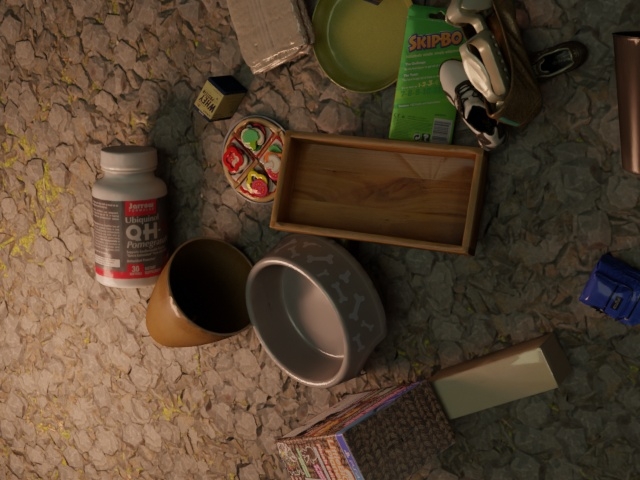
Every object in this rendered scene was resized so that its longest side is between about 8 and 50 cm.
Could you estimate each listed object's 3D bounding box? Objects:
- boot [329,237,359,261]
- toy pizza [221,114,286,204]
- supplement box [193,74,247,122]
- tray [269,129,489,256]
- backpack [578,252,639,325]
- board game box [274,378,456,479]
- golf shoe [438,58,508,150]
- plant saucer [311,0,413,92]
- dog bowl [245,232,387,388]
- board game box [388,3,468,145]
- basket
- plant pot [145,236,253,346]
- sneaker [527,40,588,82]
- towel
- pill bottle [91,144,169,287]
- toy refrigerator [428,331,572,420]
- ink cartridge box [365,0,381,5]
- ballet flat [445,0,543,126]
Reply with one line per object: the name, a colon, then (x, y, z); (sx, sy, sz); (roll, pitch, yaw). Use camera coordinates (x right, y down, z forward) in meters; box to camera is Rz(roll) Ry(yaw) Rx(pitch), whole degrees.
boot: (0.000, 0.000, 1.905); (0.165, 0.077, 0.213); (25, 120, 28)
toy pizza: (-0.142, -0.178, 1.970); (0.201, 0.032, 0.201); (8, 106, 29)
supplement box: (-0.222, -0.314, 1.953); (0.056, 0.083, 0.083); (44, 121, 16)
tray: (0.114, -0.096, 1.755); (0.411, 0.076, 0.202); (8, 86, 21)
backpack: (0.539, 0.099, 1.595); (0.120, 0.101, 0.098); (29, 122, 18)
board game box: (0.086, 0.411, 1.805); (0.291, 0.232, 0.141); (-27, 89, 57)
golf shoe: (0.280, -0.260, 1.623); (0.077, 0.094, 0.198); (-35, 76, 11)
plant saucer: (0.092, -0.418, 1.770); (0.241, 0.037, 0.241); (8, 106, 29)
dog bowl: (-0.022, 0.158, 1.880); (0.349, 0.102, 0.348); (26, 129, 36)
board game box: (0.211, -0.315, 1.700); (0.124, 0.039, 0.259); (9, 110, 3)
basket: (0.579, -0.226, 1.466); (0.204, 0.154, 0.226); (10, 110, 30)
plant pot: (-0.299, 0.149, 2.052); (0.254, 0.237, 0.237); (-36, 82, 47)
sneaker: (0.385, -0.313, 1.600); (0.188, 0.071, 0.066); (-22, 91, 32)
towel: (-0.115, -0.504, 1.848); (0.187, 0.049, 0.282); (-15, 91, 41)
pill bottle: (-0.450, -0.060, 2.096); (0.176, 0.176, 0.318); (9, 107, 29)
toy refrigerator: (0.348, 0.276, 1.750); (0.269, 0.102, 0.094); (-26, 88, 32)
ink cartridge box: (0.150, -0.614, 1.532); (0.395, 0.270, 0.151); (-45, 79, 23)
ballet flat: (0.289, -0.361, 1.567); (0.116, 0.124, 0.342); (-25, 78, 55)
